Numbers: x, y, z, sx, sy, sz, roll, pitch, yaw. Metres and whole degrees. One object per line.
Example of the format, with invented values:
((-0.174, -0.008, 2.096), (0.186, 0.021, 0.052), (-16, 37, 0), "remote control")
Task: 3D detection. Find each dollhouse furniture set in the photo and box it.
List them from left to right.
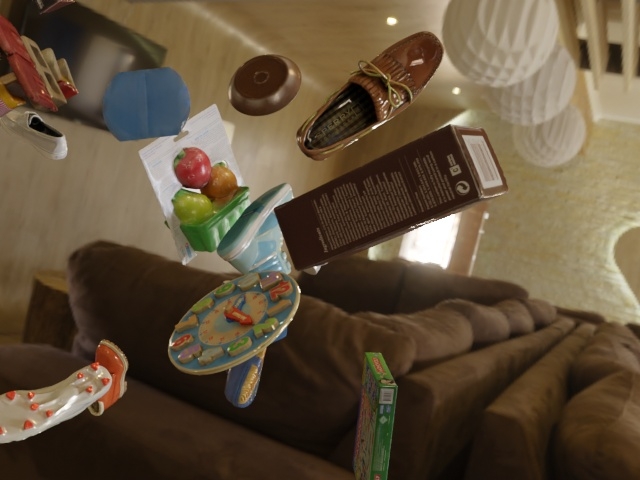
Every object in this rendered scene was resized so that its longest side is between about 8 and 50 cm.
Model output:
((-0.543, -0.237, 1.171), (0.201, 0.152, 0.374), (-27, 3, -2), "dollhouse furniture set")

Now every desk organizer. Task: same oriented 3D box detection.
((-0.486, -0.464, 1.200), (0.047, 0.130, 0.050), (-22, 9, 23), "desk organizer")

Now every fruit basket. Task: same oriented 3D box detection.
((-0.349, -0.160, 1.958), (0.165, 0.353, 0.327), (-1, 32, 38), "fruit basket")

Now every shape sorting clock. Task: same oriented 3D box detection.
((-0.124, 0.109, 0.976), (0.206, 0.040, 0.206), (-18, 28, 10), "shape sorting clock")

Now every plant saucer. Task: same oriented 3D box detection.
((-0.148, -0.408, 1.769), (0.198, 0.199, 0.036), (14, -23, 22), "plant saucer")

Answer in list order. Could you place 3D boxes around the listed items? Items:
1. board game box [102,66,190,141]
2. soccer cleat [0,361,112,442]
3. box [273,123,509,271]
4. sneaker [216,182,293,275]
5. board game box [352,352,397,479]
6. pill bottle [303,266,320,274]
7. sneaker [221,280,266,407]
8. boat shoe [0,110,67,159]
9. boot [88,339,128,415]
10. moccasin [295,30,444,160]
((-0.326, -0.255, 1.314), (0.168, 0.133, 0.033), (-6, -5, 3), "board game box")
((-0.372, 0.227, 0.933), (0.196, 0.076, 0.068), (-19, 67, -46), "soccer cleat")
((0.127, -0.074, 1.270), (0.381, 0.143, 0.191), (-25, -5, 29), "box")
((-0.137, -0.002, 1.954), (0.127, 0.319, 0.208), (-15, -59, 50), "sneaker")
((0.130, 0.461, 1.691), (0.046, 0.318, 0.213), (4, 11, -7), "board game box")
((0.000, 0.000, 1.599), (0.086, 0.152, 0.086), (27, -22, 12), "pill bottle")
((-0.167, 0.195, 1.344), (0.130, 0.112, 0.296), (13, 36, -4), "sneaker")
((-0.612, -0.240, 1.474), (0.184, 0.063, 0.066), (36, 38, 22), "boat shoe")
((-0.413, 0.264, 1.319), (0.059, 0.158, 0.085), (19, 36, 17), "boot")
((0.106, -0.316, 1.500), (0.139, 0.380, 0.147), (57, 4, -7), "moccasin")
